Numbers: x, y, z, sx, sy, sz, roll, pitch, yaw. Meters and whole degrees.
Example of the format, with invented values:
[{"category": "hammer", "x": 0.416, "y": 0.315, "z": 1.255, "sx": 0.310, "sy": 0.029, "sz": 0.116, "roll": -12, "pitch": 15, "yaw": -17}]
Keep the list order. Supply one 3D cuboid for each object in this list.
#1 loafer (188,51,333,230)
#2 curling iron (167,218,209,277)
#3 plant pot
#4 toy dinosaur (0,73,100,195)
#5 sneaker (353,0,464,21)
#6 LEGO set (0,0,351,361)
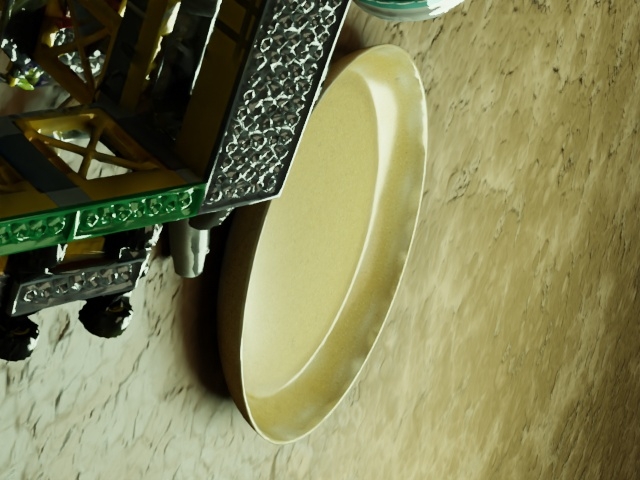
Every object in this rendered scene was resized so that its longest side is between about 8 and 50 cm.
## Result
[{"category": "loafer", "x": -0.036, "y": -0.102, "z": 0.644, "sx": 0.080, "sy": 0.078, "sz": 0.220, "roll": -50, "pitch": 162, "yaw": -51}, {"category": "curling iron", "x": -0.051, "y": -0.100, "z": 0.707, "sx": 0.068, "sy": 0.035, "sz": 0.274, "roll": -43, "pitch": 143, "yaw": -52}, {"category": "plant pot", "x": 0.000, "y": 0.000, "z": 0.912, "sx": 0.236, "sy": 0.032, "sz": 0.236, "roll": -49, "pitch": 148, "yaw": -47}, {"category": "toy dinosaur", "x": -0.121, "y": -0.011, "z": 0.608, "sx": 0.092, "sy": 0.053, "sz": 0.183, "roll": 99, "pitch": 9, "yaw": -70}, {"category": "sneaker", "x": 0.058, "y": -0.259, "z": 0.771, "sx": 0.121, "sy": 0.108, "sz": 0.302, "roll": 52, "pitch": 50, "yaw": -64}, {"category": "LEGO set", "x": -0.098, "y": -0.148, "z": 0.432, "sx": 0.255, "sy": 0.192, "sz": 0.331, "roll": -20, "pitch": 139, "yaw": -39}]
